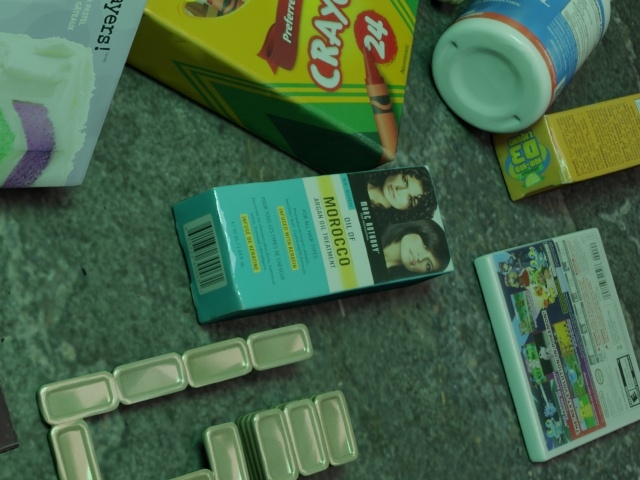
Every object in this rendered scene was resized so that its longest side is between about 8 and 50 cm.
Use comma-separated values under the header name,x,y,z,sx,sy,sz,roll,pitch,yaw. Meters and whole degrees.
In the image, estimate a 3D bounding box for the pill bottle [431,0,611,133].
name,x,y,z,sx,sy,sz,roll,pitch,yaw
pill bottle,0.210,-0.212,1.335,0.124,0.124,0.221,53,48,-15

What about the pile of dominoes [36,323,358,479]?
name,x,y,z,sx,sy,sz,roll,pitch,yaw
pile of dominoes,-0.083,0.179,1.026,0.251,0.040,0.196,-11,84,-35

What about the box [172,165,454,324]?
name,x,y,z,sx,sy,sz,roll,pitch,yaw
box,0.000,0.000,1.124,0.244,0.060,0.100,-9,83,-42

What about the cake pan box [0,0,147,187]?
name,x,y,z,sx,sy,sz,roll,pitch,yaw
cake pan box,-0.228,-0.154,0.854,0.246,0.266,0.070,-4,39,-44

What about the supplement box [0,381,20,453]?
name,x,y,z,sx,sy,sz,roll,pitch,yaw
supplement box,-0.292,0.108,0.818,0.188,0.081,0.104,-15,86,-43

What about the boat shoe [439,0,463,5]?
name,x,y,z,sx,sy,sz,roll,pitch,yaw
boat shoe,0.155,-0.297,1.355,0.059,0.063,0.170,30,57,-24

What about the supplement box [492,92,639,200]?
name,x,y,z,sx,sy,sz,roll,pitch,yaw
supplement box,0.282,-0.102,1.395,0.233,0.078,0.080,-18,89,-44

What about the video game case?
name,x,y,z,sx,sy,sz,roll,pitch,yaw
video game case,0.240,0.098,1.331,0.183,0.023,0.201,-12,85,-43

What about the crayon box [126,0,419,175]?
name,x,y,z,sx,sy,sz,roll,pitch,yaw
crayon box,-0.062,-0.206,1.122,0.319,0.081,0.202,26,61,-33
